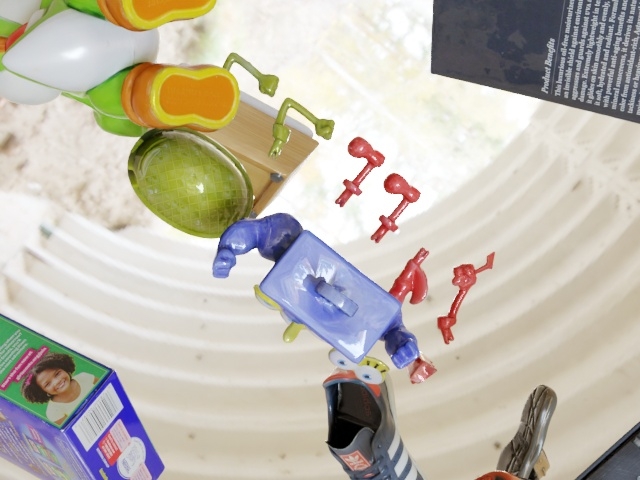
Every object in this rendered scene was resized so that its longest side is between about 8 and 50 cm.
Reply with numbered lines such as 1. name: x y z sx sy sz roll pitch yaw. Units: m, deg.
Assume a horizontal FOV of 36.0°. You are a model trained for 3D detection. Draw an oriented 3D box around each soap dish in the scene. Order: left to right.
1. soap dish: -0.176 -0.168 1.751 0.229 0.291 0.118 -46 -159 59

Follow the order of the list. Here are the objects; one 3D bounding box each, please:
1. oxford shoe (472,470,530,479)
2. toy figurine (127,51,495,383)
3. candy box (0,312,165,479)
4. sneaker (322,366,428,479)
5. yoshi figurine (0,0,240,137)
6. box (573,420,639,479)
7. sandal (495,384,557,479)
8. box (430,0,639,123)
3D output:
1. oxford shoe: 0.197 0.391 1.340 0.271 0.098 0.096 -33 -132 43
2. toy figurine: 0.000 0.000 0.862 0.191 0.362 0.217 -49 -172 5
3. candy box: -0.415 0.251 1.461 0.122 0.317 0.268 -53 148 -32
4. sneaker: 0.082 0.367 1.607 0.131 0.349 0.148 -25 168 23
5. yoshi figurine: -0.213 -0.198 0.978 0.362 0.203 0.203 11 -112 45
6. box: 0.290 0.238 0.699 0.183 0.232 0.059 -33 151 -20
7. sandal: 0.325 0.322 1.509 0.090 0.060 0.219 -108 -146 -71
8. box: 0.312 -0.289 1.087 0.296 0.294 0.182 -49 148 -42
